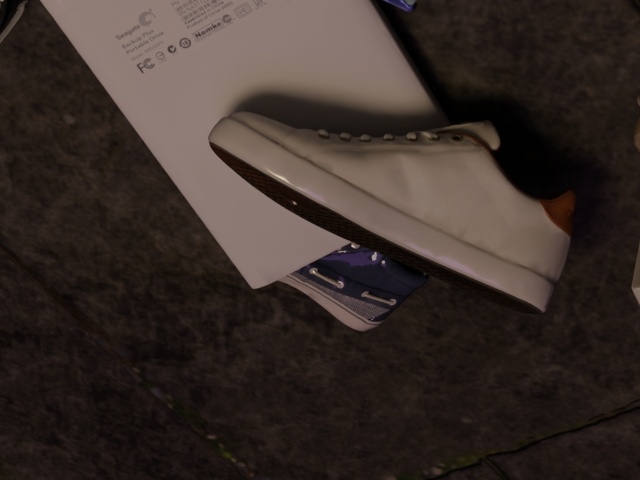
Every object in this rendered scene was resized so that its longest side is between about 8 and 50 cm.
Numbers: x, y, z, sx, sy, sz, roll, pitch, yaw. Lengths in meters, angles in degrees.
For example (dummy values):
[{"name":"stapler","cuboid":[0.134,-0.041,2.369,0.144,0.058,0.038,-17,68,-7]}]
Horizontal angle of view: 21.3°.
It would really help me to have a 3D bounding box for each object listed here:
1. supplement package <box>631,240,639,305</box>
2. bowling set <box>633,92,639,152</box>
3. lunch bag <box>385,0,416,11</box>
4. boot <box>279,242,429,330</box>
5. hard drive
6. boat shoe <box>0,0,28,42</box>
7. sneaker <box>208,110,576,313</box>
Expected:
[{"name":"supplement package","cuboid":[0.377,0.046,1.256,0.198,0.199,0.262,-12,127,29]},{"name":"bowling set","cuboid":[0.341,-0.168,1.132,0.287,0.154,0.199,-2,113,24]},{"name":"lunch bag","cuboid":[0.024,-0.249,1.166,0.151,0.096,0.128,25,122,-4]},{"name":"boot","cuboid":[0.000,0.000,1.454,0.190,0.069,0.086,31,128,-22]},{"name":"hard drive","cuboid":[-0.045,-0.127,1.311,0.210,0.040,0.318,-27,121,13]},{"name":"boat shoe","cuboid":[-0.351,-0.153,1.406,0.303,0.091,0.114,-20,104,36]},{"name":"sneaker","cuboid":[0.060,-0.053,1.304,0.290,0.123,0.106,24,173,-9]}]
